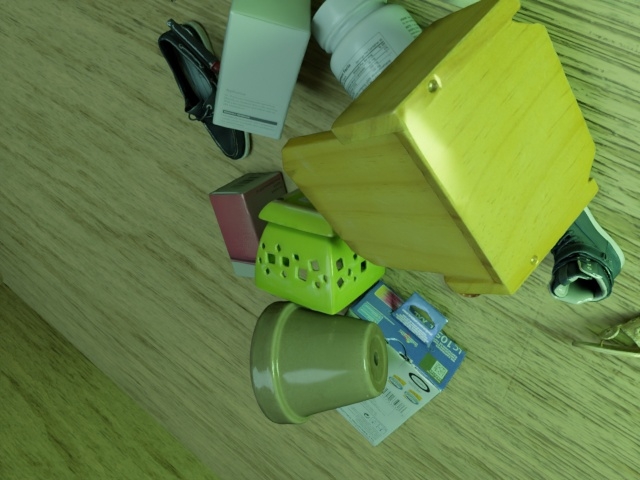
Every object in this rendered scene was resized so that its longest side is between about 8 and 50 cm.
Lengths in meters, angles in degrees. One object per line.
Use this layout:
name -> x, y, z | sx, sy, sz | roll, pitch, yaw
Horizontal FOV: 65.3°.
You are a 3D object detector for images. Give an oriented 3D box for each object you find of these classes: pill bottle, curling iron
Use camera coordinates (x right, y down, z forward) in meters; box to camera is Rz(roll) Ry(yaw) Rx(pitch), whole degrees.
pill bottle -> 0.119, -0.294, 0.860 | 0.283, 0.160, 0.160 | 53, 136, 0
curling iron -> -0.241, -0.381, 1.124 | 0.274, 0.068, 0.035 | 49, 164, -23

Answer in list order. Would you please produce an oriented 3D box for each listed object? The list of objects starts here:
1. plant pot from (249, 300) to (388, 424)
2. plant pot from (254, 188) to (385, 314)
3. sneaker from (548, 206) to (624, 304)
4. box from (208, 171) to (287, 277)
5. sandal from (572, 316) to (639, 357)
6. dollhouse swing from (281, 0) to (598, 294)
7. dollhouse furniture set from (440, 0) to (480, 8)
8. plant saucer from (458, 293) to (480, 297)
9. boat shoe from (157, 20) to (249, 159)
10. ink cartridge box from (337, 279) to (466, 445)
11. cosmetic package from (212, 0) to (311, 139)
plant pot -> 0.013, 0.249, 1.053 | 0.229, 0.263, 0.263 | -9, 111, 24
plant pot -> 0.000, 0.000, 1.106 | 0.228, 0.227, 0.207 | 16, 120, 32
sneaker -> 0.395, 0.000, 0.821 | 0.226, 0.163, 0.086 | 47, 137, 8
box -> -0.158, -0.039, 1.256 | 0.126, 0.148, 0.232 | 3, 119, 37
sandal -> 0.572, 0.167, 0.861 | 0.240, 0.088, 0.079 | 8, 90, 28
dollhouse swing -> 0.170, -0.126, 0.784 | 0.347, 0.315, 0.305 | 48, 170, -28
dollhouse furniture set -> 0.170, -0.519, 0.613 | 0.362, 0.256, 0.394 | 47, 130, 43
plant saucer -> 0.308, 0.082, 1.048 | 0.083, 0.013, 0.084 | 20, 127, 28
boat shoe -> -0.282, -0.341, 1.192 | 0.127, 0.113, 0.340 | -2, 115, 39
ink cartridge box -> 0.153, 0.289, 1.207 | 0.270, 0.151, 0.395 | 41, 136, 13
cosmetic package -> -0.108, -0.356, 0.929 | 0.138, 0.224, 0.225 | 11, 138, -13
